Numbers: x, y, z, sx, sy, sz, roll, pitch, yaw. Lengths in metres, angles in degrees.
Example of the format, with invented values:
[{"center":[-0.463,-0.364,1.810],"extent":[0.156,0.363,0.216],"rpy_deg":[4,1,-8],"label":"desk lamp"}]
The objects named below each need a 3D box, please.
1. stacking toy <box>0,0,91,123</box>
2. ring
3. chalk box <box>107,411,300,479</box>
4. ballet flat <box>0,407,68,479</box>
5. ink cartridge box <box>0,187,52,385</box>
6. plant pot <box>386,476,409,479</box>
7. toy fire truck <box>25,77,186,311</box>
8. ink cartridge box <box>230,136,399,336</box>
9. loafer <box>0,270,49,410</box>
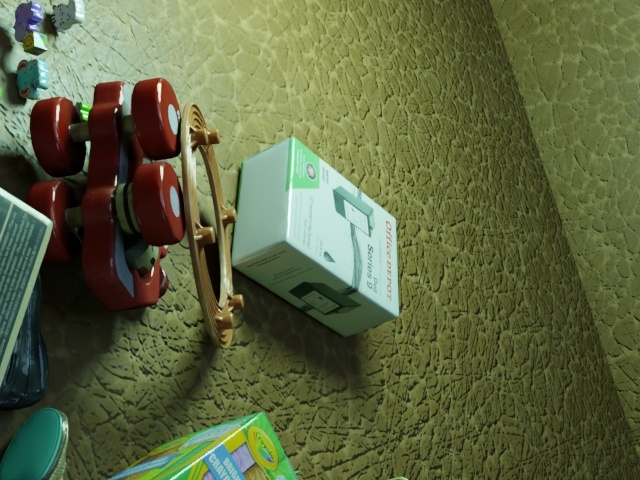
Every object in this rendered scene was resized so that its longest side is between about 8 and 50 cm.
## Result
[{"center":[-0.383,-0.247,1.269],"extent":[0.167,0.052,0.221],"rpy_deg":[14,64,-55],"label":"stacking toy"},{"center":[-0.142,-0.021,1.314],"extent":[0.336,0.032,0.337],"rpy_deg":[-6,90,-88],"label":"ring"},{"center":[-0.134,0.325,1.139],"extent":[0.289,0.180,0.179],"rpy_deg":[-27,93,-59],"label":"chalk box"},{"center":[-0.314,0.278,1.031],"extent":[0.067,0.073,0.206],"rpy_deg":[74,23,-44],"label":"ballet flat"},{"center":[-0.373,0.075,0.904],"extent":[0.088,0.234,0.193],"rpy_deg":[40,40,-34],"label":"ink cartridge box"},{"center":[0.078,0.459,1.350],"extent":[0.187,0.212,0.212],"rpy_deg":[30,46,-60],"label":"plant pot"},{"center":[-0.242,-0.045,1.234],"extent":[0.254,0.169,0.302],"rpy_deg":[68,14,-59],"label":"toy fire truck"},{"center":[0.000,0.000,1.590],"extent":[0.289,0.121,0.211],"rpy_deg":[35,44,-40],"label":"ink cartridge box"},{"center":[-0.355,0.076,1.074],"extent":[0.078,0.076,0.223],"rpy_deg":[12,64,-61],"label":"loafer"}]
